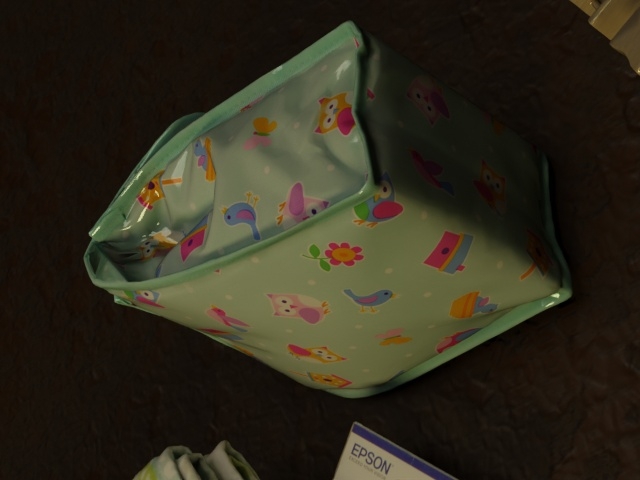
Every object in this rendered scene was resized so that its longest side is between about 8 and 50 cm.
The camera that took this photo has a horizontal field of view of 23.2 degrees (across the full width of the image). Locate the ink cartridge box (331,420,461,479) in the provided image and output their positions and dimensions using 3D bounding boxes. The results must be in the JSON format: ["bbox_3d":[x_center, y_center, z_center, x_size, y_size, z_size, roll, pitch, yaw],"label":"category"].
[{"bbox_3d":[0.028,0.303,1.030,0.165,0.065,0.332,26,94,45],"label":"ink cartridge box"}]

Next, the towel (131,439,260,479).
[{"bbox_3d":[-0.112,0.362,1.033,0.374,0.090,0.320,-51,47,15],"label":"towel"}]

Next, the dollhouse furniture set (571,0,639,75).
[{"bbox_3d":[0.260,-0.145,0.973,0.129,0.129,0.183,-51,18,15],"label":"dollhouse furniture set"}]

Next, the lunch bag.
[{"bbox_3d":[0.000,0.000,1.060,0.262,0.223,0.160,-28,51,34],"label":"lunch bag"}]
